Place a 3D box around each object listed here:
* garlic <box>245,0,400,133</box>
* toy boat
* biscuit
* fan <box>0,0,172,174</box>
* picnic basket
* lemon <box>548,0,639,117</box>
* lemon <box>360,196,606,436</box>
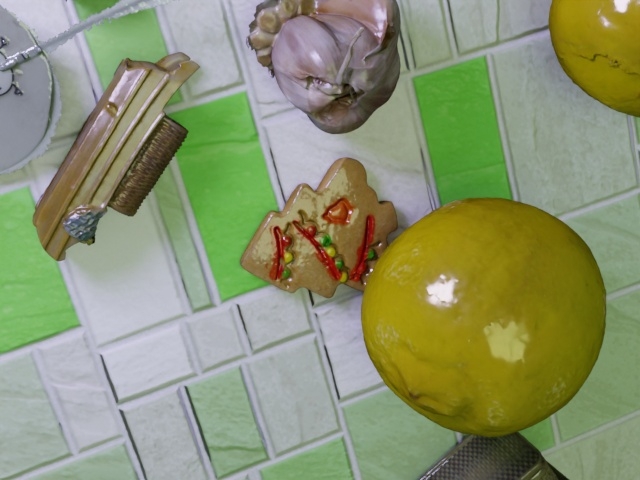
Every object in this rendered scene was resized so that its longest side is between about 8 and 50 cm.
[{"bbox_3d":[-0.002,-0.248,1.181,0.207,0.257,0.207,0,89,11],"label":"garlic"},{"bbox_3d":[-0.255,-0.108,1.201,0.115,0.089,0.310,30,93,-26],"label":"toy boat"},{"bbox_3d":[0.000,0.000,1.342,0.239,0.041,0.212,-19,111,-14],"label":"biscuit"},{"bbox_3d":[-0.358,-0.218,1.126,0.415,0.012,0.233,-28,116,5],"label":"fan"},{"bbox_3d":[0.255,0.424,1.473,0.267,0.165,0.139,-40,114,-4],"label":"picnic basket"},{"bbox_3d":[0.465,-0.306,1.288,0.297,0.297,0.297,-5,106,-17],"label":"lemon"},{"bbox_3d":[0.225,0.100,1.291,0.348,0.348,0.347,-5,106,-17],"label":"lemon"}]
